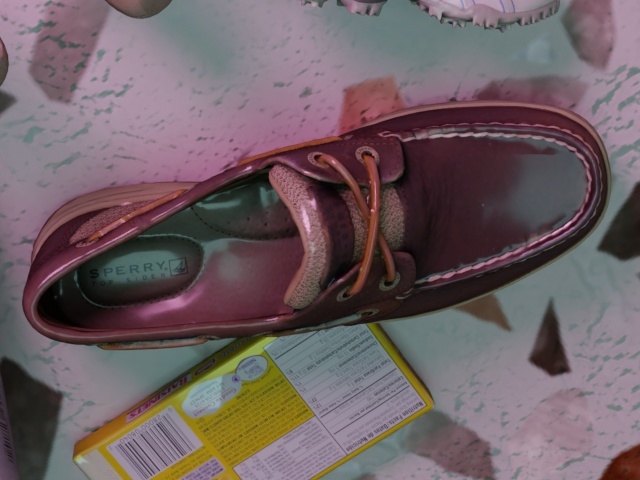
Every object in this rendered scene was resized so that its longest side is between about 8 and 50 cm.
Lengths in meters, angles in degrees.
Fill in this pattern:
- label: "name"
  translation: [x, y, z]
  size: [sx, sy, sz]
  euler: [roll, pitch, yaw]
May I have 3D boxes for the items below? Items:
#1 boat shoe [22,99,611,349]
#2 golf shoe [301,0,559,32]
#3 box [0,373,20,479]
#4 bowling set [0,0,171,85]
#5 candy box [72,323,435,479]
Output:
- label: "boat shoe"
  translation: [0.000, 0.000, 0.916]
  size: [0.342, 0.123, 0.123]
  euler: [-9, 99, 1]
- label: "golf shoe"
  translation: [0.061, -0.161, 0.878]
  size: [0.176, 0.069, 0.086]
  euler: [3, 108, -30]
- label: "box"
  translation: [-0.339, 0.072, 0.888]
  size: [0.322, 0.058, 0.232]
  euler: [-13, 73, -1]
- label: "bowling set"
  translation: [-0.118, -0.202, 0.835]
  size: [0.154, 0.200, 0.287]
  euler: [42, 104, 22]
- label: "candy box"
  translation: [-0.042, 0.116, 1.028]
  size: [0.206, 0.027, 0.105]
  euler: [-33, 114, 9]
